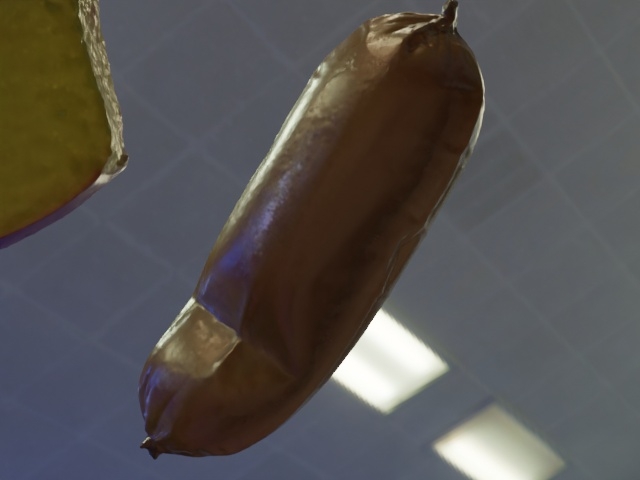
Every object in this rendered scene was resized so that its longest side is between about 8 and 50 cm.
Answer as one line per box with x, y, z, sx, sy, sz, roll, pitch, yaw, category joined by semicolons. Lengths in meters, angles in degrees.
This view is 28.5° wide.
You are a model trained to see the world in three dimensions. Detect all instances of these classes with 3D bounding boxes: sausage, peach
0.000;0.000;0.427;0.183;0.062;0.054;-60;-28;4;sausage
-0.311;-0.116;0.993;0.380;0.306;0.243;-20;-68;-31;peach
